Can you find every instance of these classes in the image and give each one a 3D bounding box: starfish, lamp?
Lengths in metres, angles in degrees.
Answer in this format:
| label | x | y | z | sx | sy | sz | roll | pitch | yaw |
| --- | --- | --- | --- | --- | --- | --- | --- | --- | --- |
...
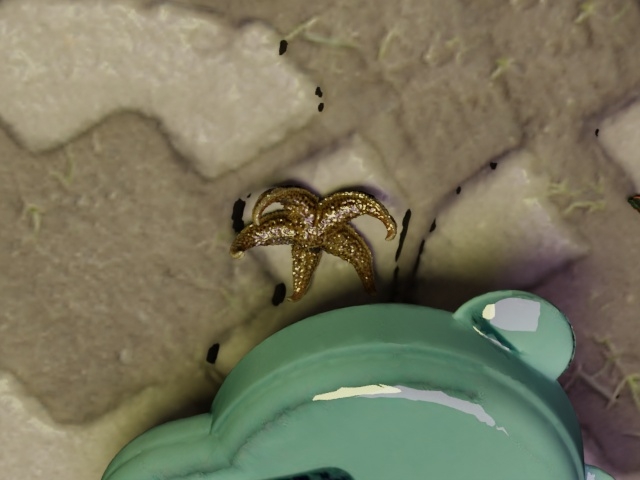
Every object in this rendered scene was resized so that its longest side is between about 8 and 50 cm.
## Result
| label | x | y | z | sx | sy | sz | roll | pitch | yaw |
| --- | --- | --- | --- | --- | --- | --- | --- | --- | --- |
| starfish | 0.000 | 0.000 | 1.019 | 0.091 | 0.028 | 0.078 | 37 | 114 | -27 |
| lamp | 0.013 | 0.137 | 1.028 | 0.284 | 0.147 | 0.209 | -25 | 118 | -4 |

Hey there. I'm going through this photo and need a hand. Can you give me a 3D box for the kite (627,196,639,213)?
| label | x | y | z | sx | sy | sz | roll | pitch | yaw |
| --- | --- | --- | --- | --- | --- | --- | --- | --- | --- |
| kite | 0.261 | -0.021 | 1.056 | 0.183 | 0.010 | 0.160 | -5 | 123 | -1 |
